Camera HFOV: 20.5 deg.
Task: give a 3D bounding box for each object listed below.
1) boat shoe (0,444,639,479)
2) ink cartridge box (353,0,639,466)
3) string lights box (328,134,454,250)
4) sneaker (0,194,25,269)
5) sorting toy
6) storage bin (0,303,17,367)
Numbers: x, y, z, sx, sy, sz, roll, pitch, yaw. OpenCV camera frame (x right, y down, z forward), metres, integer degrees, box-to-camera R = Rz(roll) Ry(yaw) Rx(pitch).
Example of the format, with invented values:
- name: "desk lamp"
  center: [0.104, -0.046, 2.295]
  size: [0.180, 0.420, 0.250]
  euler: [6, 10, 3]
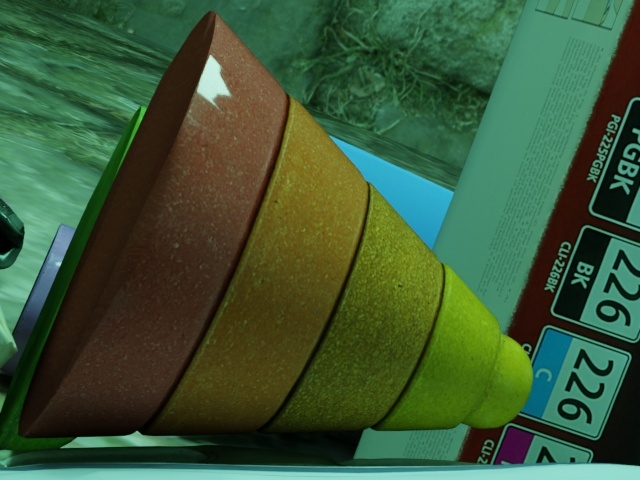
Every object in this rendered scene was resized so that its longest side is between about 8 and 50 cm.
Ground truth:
- name: "boat shoe"
  center: [0.027, 0.095, 0.470]
  size: [0.302, 0.109, 0.094]
  euler: [13, 8, -24]
- name: "ink cartridge box"
  center: [0.190, 0.018, 0.649]
  size: [0.272, 0.309, 0.130]
  euler: [18, 8, -12]
- name: "string lights box"
  center: [0.042, 0.032, 0.813]
  size: [0.260, 0.076, 0.133]
  euler: [23, -18, -20]
- name: "sneaker"
  center: [-0.205, -0.019, 0.829]
  size: [0.077, 0.072, 0.178]
  euler: [36, 20, 28]
- name: "sorting toy"
  center: [-0.029, 0.031, 0.590]
  size: [0.126, 0.127, 0.365]
  euler: [24, -11, -10]
- name: "storage bin"
  center: [-0.225, -0.051, 0.499]
  size: [0.260, 0.123, 0.262]
  euler: [45, -2, -20]
